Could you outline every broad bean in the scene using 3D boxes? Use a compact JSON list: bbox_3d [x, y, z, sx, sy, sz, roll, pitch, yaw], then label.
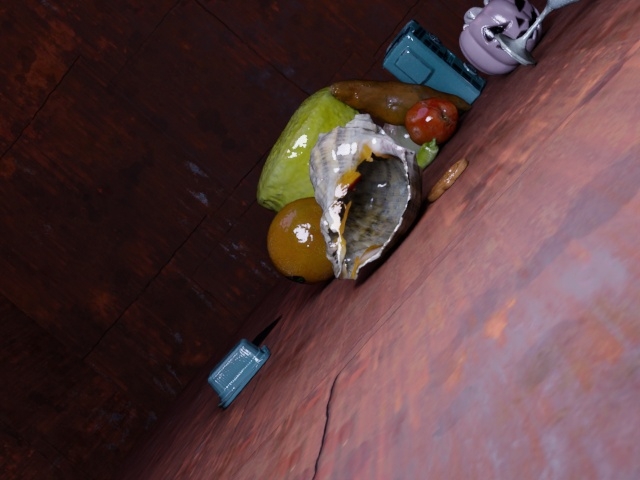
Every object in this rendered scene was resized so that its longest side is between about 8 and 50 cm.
[{"bbox_3d":[0.099,-0.028,1.473,0.077,0.061,0.339,-42,-2,-40],"label":"broad bean"}]

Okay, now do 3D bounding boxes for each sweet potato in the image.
[{"bbox_3d":[0.185,-0.321,1.846,0.112,0.359,0.112,-178,90,-77],"label":"sweet potato"}]

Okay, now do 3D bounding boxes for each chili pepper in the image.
[{"bbox_3d":[0.199,-0.144,1.759,0.208,0.043,0.049,-54,27,15],"label":"chili pepper"}]

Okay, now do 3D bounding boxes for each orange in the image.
[{"bbox_3d":[-0.022,0.003,1.709,0.206,0.206,0.206,-49,3,3],"label":"orange"}]

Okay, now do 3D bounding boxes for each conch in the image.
[{"bbox_3d":[0.085,-0.075,1.317,0.210,0.291,0.159,-4,-9,29],"label":"conch"}]

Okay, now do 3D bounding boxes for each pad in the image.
[{"bbox_3d":[-0.186,0.293,2.167,0.170,0.006,0.245,-52,4,-31],"label":"pad"}]

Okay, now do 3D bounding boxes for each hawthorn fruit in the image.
[{"bbox_3d":[0.255,-0.268,1.769,0.128,0.128,0.128,-49,3,3],"label":"hawthorn fruit"}]

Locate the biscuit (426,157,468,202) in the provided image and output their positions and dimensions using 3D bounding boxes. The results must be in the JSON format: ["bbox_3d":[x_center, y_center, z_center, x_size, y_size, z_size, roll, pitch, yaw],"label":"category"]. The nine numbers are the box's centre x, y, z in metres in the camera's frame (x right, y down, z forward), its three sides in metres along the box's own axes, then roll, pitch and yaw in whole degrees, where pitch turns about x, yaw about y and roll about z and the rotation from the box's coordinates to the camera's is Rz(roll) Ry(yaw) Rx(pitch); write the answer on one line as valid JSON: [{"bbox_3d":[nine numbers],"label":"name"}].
[{"bbox_3d":[0.204,-0.098,1.270,0.091,0.015,0.078,-49,3,13],"label":"biscuit"}]

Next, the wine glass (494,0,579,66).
[{"bbox_3d":[0.403,-0.405,1.394,0.183,0.122,0.122,-53,0,33],"label":"wine glass"}]

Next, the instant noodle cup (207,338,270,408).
[{"bbox_3d":[-0.184,0.279,1.715,0.157,0.070,0.179,-48,2,-6],"label":"instant noodle cup"}]

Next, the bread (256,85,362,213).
[{"bbox_3d":[0.030,-0.175,1.926,0.348,0.308,0.348,-56,10,15],"label":"bread"}]

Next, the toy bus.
[{"bbox_3d":[0.285,-0.430,1.999,0.128,0.256,0.147,-48,6,32],"label":"toy bus"}]

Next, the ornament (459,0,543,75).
[{"bbox_3d":[0.384,-0.452,1.700,0.177,0.177,0.177,-49,3,3],"label":"ornament"}]

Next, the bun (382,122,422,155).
[{"bbox_3d":[0.244,-0.304,2.129,0.229,0.145,0.229,-49,6,7],"label":"bun"}]
